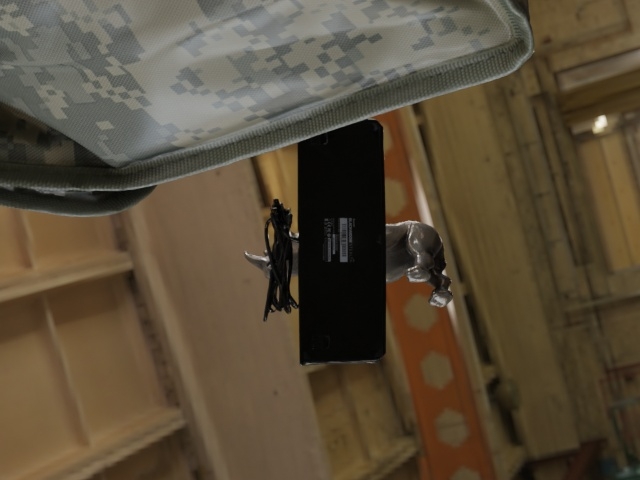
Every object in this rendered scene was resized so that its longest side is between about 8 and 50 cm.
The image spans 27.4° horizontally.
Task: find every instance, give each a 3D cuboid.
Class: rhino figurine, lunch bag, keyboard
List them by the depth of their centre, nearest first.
[{"bbox_3d":[-0.072,-0.143,0.545,0.235,0.287,0.169,-86,-27,-48],"label":"lunch bag"},{"bbox_3d":[0.000,0.000,1.017,0.038,0.100,0.192,174,97,-70],"label":"keyboard"},{"bbox_3d":[0.032,0.021,1.529,0.106,0.243,0.073,-86,-4,-49],"label":"rhino figurine"}]
